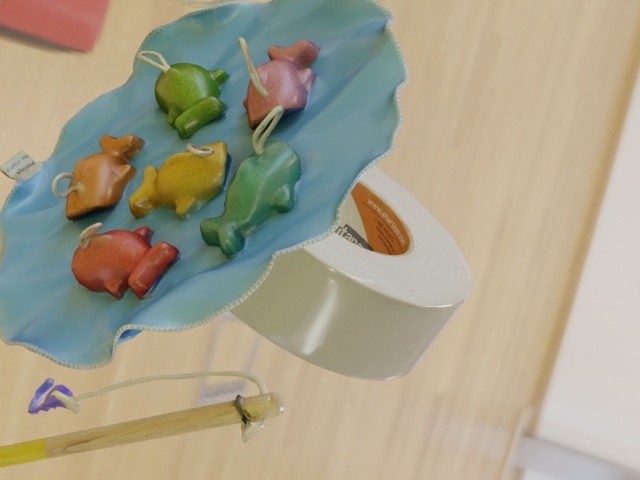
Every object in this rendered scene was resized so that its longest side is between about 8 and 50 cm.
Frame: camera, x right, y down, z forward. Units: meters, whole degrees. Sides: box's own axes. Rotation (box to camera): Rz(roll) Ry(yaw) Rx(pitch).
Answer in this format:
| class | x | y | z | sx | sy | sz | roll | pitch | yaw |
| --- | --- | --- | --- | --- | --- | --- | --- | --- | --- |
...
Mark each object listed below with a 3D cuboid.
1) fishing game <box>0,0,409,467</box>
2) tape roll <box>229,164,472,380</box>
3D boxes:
| class | x | y | z | sx | sy | sz | roll | pitch | yaw |
| --- | --- | --- | --- | --- | --- | --- | --- | --- | --- |
| fishing game | -0.055 | -0.036 | 0.510 | 0.041 | 0.189 | 0.264 | 50 | 44 | -36 |
| tape roll | 0.000 | 0.000 | 0.994 | 0.072 | 0.219 | 0.219 | -55 | 167 | 23 |
